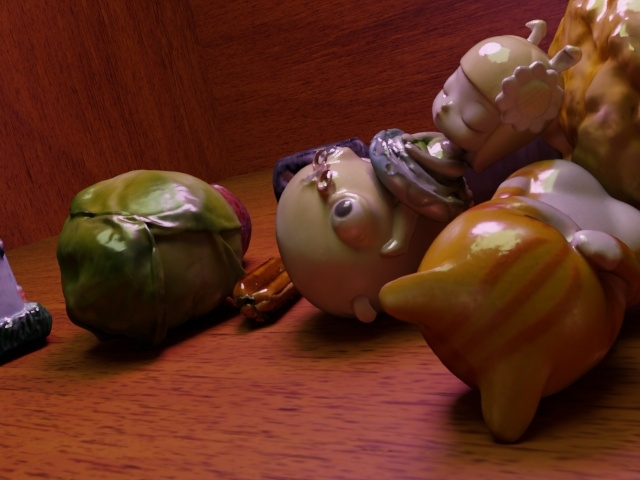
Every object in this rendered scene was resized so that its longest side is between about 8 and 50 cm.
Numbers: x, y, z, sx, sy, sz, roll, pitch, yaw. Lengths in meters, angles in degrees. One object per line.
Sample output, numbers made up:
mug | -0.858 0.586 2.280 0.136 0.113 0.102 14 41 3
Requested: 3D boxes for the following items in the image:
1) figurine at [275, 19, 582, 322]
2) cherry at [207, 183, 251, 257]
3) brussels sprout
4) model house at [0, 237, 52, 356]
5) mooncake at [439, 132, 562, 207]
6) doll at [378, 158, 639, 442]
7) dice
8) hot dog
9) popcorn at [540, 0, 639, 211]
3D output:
figurine | 0.133 -0.068 0.691 0.274 0.394 0.227 21 34 -33
cherry | -0.215 -0.017 1.122 0.175 0.192 0.249 32 18 18
brussels sprout | -0.238 0.024 0.869 0.259 0.227 0.294 -12 34 -30
model house | -0.565 0.059 0.887 0.253 0.291 0.184 -22 20 -38
mooncake | 0.338 -0.151 1.200 0.305 0.154 0.306 -13 11 3
doll | 0.183 0.027 0.516 0.166 0.162 0.269 40 30 20
dice | 0.016 -0.120 1.339 0.182 0.183 0.181 -5 16 39
hot dog | -0.068 0.065 0.857 0.072 0.055 0.188 13 16 16
popcorn | 0.423 -0.155 0.647 0.353 0.344 0.390 14 19 4
